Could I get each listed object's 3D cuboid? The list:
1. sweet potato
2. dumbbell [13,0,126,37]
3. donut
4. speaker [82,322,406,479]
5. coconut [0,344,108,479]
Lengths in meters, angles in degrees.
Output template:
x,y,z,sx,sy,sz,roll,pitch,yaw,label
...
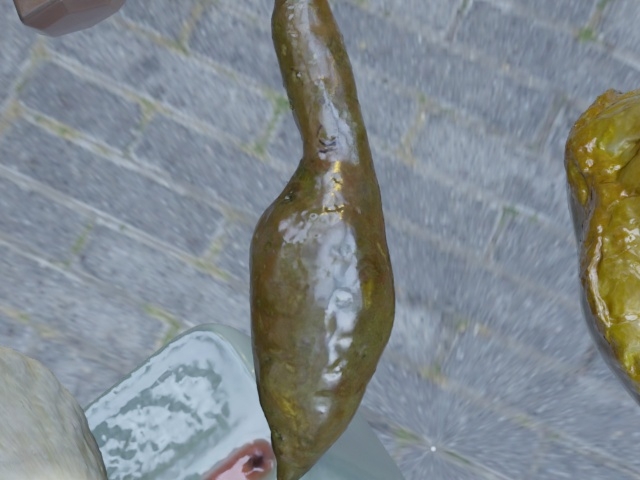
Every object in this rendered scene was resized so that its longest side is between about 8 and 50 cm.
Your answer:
x,y,z,sx,sy,sz,roll,pitch,yaw,label
0.001,-0.002,0.884,0.074,0.075,0.270,1,94,4,sweet potato
-0.223,-0.276,1.382,0.082,0.092,0.231,-20,84,5,dumbbell
0.299,0.012,1.409,0.160,0.330,0.330,-16,82,28,donut
-0.147,0.240,1.228,0.406,0.184,0.183,-39,58,5,speaker
-0.279,0.180,0.981,0.328,0.329,0.329,0,83,4,coconut
